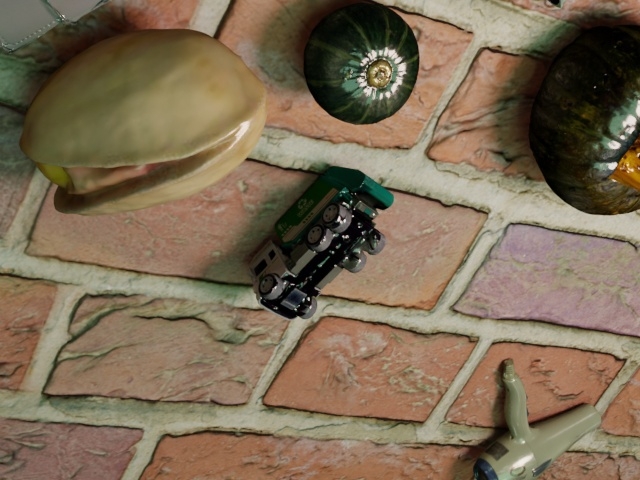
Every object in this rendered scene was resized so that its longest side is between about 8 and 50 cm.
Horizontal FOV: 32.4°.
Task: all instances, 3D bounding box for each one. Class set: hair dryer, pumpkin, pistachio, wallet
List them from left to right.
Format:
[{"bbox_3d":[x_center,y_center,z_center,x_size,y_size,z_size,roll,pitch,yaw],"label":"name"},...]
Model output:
[{"bbox_3d":[-0.315,-0.335,1.284,0.231,0.069,0.170,-31,130,6],"label":"wallet"},{"bbox_3d":[-0.215,-0.144,1.380,0.308,0.230,0.230,-21,133,1],"label":"pistachio"},{"bbox_3d":[0.056,-0.243,1.507,0.167,0.125,0.167,-10,126,-14],"label":"pumpkin"},{"bbox_3d":[0.460,0.361,2.244,0.295,0.119,0.298,-5,116,-32],"label":"hair dryer"},{"bbox_3d":[0.474,-0.183,1.727,0.320,0.192,0.321,-14,133,-15],"label":"pumpkin"}]

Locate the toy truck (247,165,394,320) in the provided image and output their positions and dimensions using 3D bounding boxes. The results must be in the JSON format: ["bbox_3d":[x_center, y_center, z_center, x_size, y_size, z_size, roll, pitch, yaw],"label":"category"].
[{"bbox_3d":[0.000,0.000,1.679,0.253,0.124,0.114,-45,132,14],"label":"toy truck"}]

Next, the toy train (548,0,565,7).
[{"bbox_3d":[0.331,-0.424,1.559,0.047,0.043,0.208,-28,134,-10],"label":"toy train"}]
